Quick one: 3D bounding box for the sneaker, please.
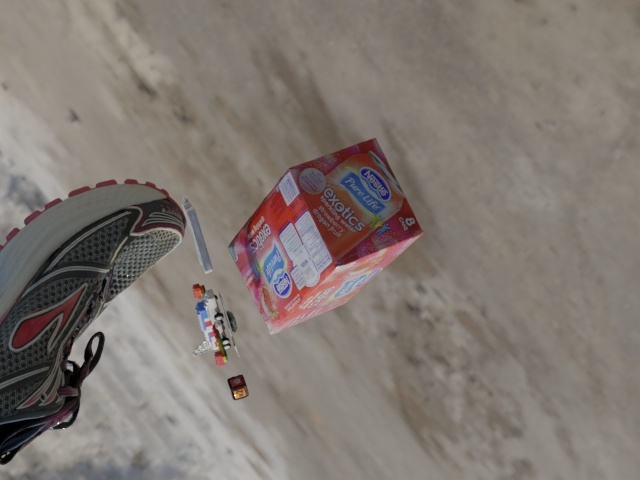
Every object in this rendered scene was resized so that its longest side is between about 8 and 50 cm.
[{"bbox_3d":[-0.197,0.074,0.957,0.112,0.299,0.121,36,149,15],"label":"sneaker"}]

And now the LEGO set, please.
[{"bbox_3d":[-0.146,0.074,1.699,0.182,0.060,0.244,-140,34,-78],"label":"LEGO set"}]

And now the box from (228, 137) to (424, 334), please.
[{"bbox_3d":[0.000,0.000,1.621,0.128,0.122,0.257,64,153,11],"label":"box"}]
